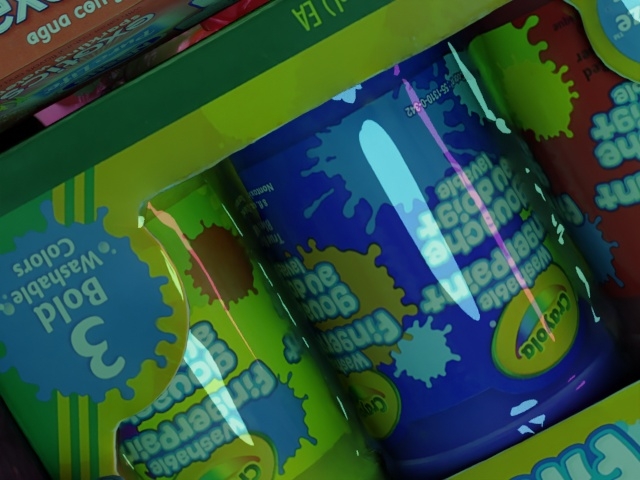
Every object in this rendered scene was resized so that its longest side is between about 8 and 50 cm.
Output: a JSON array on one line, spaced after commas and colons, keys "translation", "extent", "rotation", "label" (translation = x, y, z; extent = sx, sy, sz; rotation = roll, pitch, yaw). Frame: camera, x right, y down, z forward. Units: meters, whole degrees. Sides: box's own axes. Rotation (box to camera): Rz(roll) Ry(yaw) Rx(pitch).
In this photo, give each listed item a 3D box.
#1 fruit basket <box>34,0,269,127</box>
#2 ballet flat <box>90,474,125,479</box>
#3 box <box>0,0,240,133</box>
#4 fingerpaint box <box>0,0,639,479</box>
[{"translation": [-0.052, -0.140, 1.094], "extent": [0.353, 0.165, 0.327], "rotation": [50, 50, 3], "label": "fruit basket"}, {"translation": [-0.096, 0.173, 0.660], "extent": [0.280, 0.095, 0.096], "rotation": [-57, 126, -80], "label": "ballet flat"}, {"translation": [-0.125, -0.162, 0.825], "extent": [0.142, 0.300, 0.154], "rotation": [62, 9, 0], "label": "box"}, {"translation": [0.068, 0.030, 0.883], "extent": [0.371, 0.444, 0.163], "rotation": [61, 9, -9], "label": "fingerpaint box"}]
